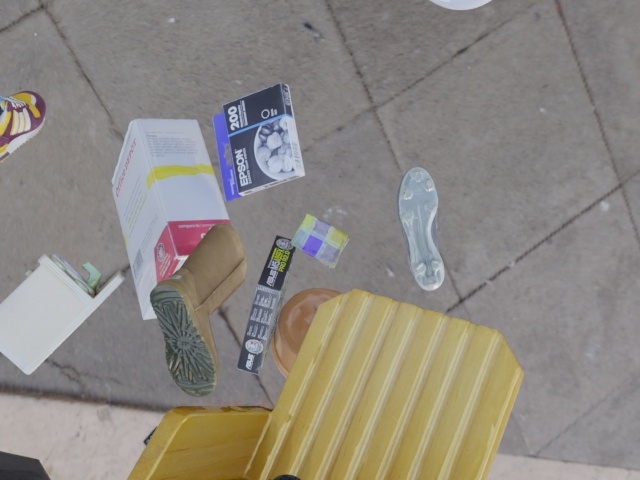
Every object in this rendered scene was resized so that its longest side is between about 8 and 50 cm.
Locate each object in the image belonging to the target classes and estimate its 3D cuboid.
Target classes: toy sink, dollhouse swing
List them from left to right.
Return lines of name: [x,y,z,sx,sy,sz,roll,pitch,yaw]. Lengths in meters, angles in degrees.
toy sink: [-0.482,0.104,1.399,0.234,0.153,0.131,-46,101,-9]
dollhouse swing: [0.024,0.208,0.883,0.315,0.346,0.305,20,86,-57]

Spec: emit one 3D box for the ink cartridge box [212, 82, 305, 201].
ink cartridge box: [-0.145,-0.207,1.654,0.045,0.208,0.207,9,67,-60]

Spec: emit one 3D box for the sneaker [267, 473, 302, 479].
sneaker: [-0.009,0.279,0.711,0.051,0.170,0.089,-26,143,-31]

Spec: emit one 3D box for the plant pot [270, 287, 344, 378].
plant pot: [-0.005,0.255,2.116,0.290,0.203,0.291,-2,70,5]

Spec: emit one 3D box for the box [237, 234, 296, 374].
box: [-0.128,0.155,1.882,0.060,0.216,0.270,16,125,1]

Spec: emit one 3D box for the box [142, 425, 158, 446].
box: [-0.287,0.531,1.752,0.051,0.220,0.175,-48,143,-27]

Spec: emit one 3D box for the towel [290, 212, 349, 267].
towel: [0.000,0.000,1.228,0.083,0.009,0.060,31,94,12]

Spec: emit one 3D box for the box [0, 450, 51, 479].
box: [-0.569,0.416,1.214,0.270,0.165,0.143,29,88,-40]

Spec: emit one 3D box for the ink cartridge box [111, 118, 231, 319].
ink cartridge box: [-0.347,-0.054,1.794,0.160,0.385,0.279,-4,149,-31]

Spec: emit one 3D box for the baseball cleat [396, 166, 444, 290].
baseball cleat: [0.161,-0.019,1.302,0.072,0.109,0.206,-5,93,-5]

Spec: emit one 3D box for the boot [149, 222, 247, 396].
boot: [-0.198,0.121,1.430,0.089,0.269,0.236,-4,110,18]

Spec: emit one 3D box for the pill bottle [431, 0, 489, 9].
pill bottle: [0.176,-0.329,0.805,0.208,0.119,0.119,-49,121,-45]

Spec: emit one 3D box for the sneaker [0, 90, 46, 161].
sneaker: [-0.461,-0.187,1.139,0.069,0.186,0.084,14,130,0]
